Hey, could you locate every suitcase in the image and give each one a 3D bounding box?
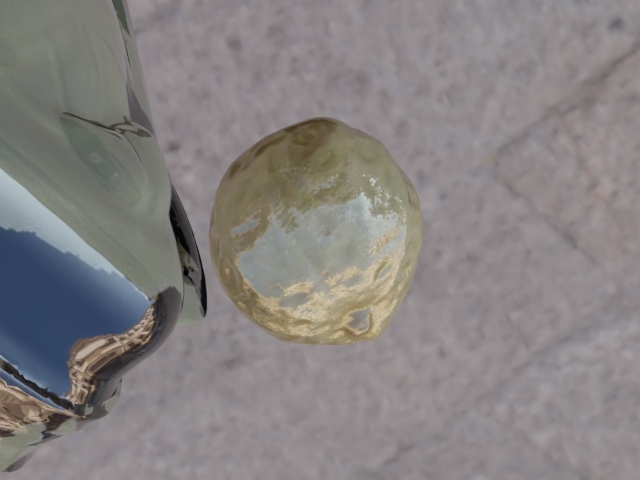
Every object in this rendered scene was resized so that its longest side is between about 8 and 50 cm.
[{"bbox_3d":[-0.172,-0.073,0.729,0.194,0.352,0.339,-36,126,15],"label":"suitcase"}]

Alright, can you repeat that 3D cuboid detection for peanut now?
[{"bbox_3d":[0.000,0.000,1.174,0.140,0.109,0.159,-25,122,17],"label":"peanut"}]
